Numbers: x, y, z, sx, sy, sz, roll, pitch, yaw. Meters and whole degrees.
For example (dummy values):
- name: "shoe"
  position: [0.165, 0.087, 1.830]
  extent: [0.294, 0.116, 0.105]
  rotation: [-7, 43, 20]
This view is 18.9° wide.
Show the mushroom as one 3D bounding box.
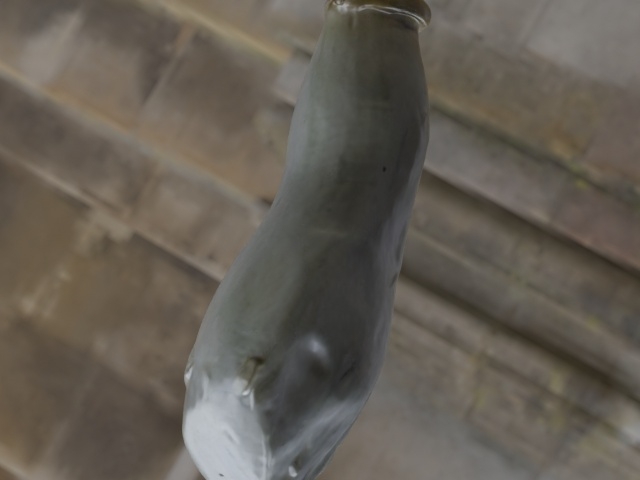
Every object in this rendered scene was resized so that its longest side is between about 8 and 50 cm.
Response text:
- name: "mushroom"
  position: [0.002, 0.000, 1.150]
  extent: [0.097, 0.351, 0.109]
  rotation: [-10, 143, 46]
